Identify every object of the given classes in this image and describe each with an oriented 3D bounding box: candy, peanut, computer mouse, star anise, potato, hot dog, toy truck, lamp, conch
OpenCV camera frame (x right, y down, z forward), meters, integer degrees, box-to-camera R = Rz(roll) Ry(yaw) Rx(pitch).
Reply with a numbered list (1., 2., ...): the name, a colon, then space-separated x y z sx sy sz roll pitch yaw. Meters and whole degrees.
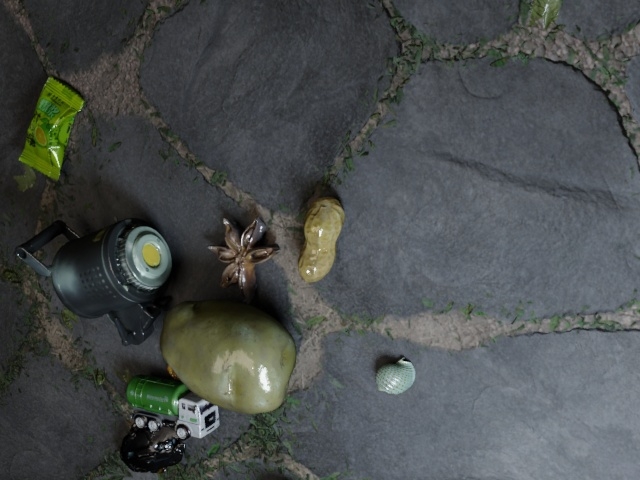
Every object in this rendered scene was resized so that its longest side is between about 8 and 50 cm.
1. candy: -0.689 -0.282 2.053 0.149 0.069 0.246 33 113 23
2. peanut: -0.002 0.000 1.700 0.089 0.089 0.193 17 107 26
3. computer mouse: -0.442 0.539 2.070 0.241 0.077 0.146 -23 90 31
4. star anise: -0.175 0.028 1.825 0.172 0.063 0.208 43 121 21
5. potato: -0.200 0.254 1.782 0.326 0.221 0.243 10 143 29
6. hot dog: -0.349 0.313 1.994 0.058 0.035 0.083 25 111 27
7. toy truck: -0.368 0.405 1.984 0.242 0.101 0.125 7 104 28
8. lamp: -0.498 0.057 1.927 0.374 0.205 0.272 46 125 -5
9. conch: 0.156 0.291 1.688 0.076 0.056 0.085 42 118 2
